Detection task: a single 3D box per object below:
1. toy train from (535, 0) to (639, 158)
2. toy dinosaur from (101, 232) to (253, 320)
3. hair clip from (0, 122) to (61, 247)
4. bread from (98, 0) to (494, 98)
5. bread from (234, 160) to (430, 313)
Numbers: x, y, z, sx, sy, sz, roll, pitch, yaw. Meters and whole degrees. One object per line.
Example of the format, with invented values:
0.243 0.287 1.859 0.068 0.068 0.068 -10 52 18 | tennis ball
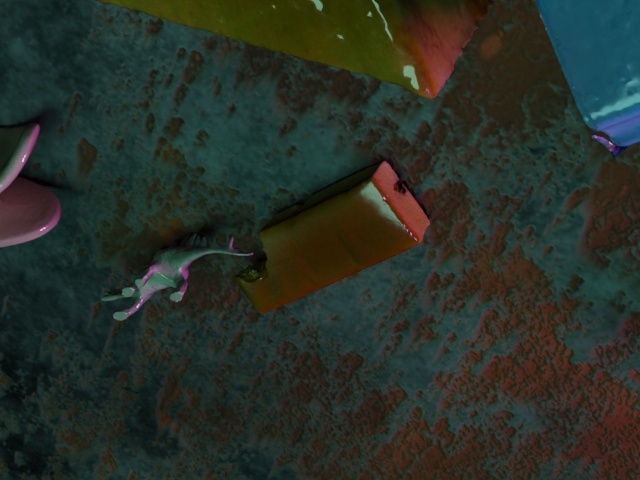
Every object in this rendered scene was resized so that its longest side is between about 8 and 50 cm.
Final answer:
0.257 -0.208 1.168 0.188 0.300 0.265 -19 96 32 | toy train
-0.150 0.028 1.714 0.209 0.082 0.039 -18 119 37 | toy dinosaur
-0.393 -0.040 1.739 0.282 0.172 0.113 -12 128 23 | hair clip
-0.065 -0.242 1.364 0.362 0.233 0.245 -10 122 37 | bread
0.000 0.000 1.641 0.226 0.049 0.088 -24 112 39 | bread
